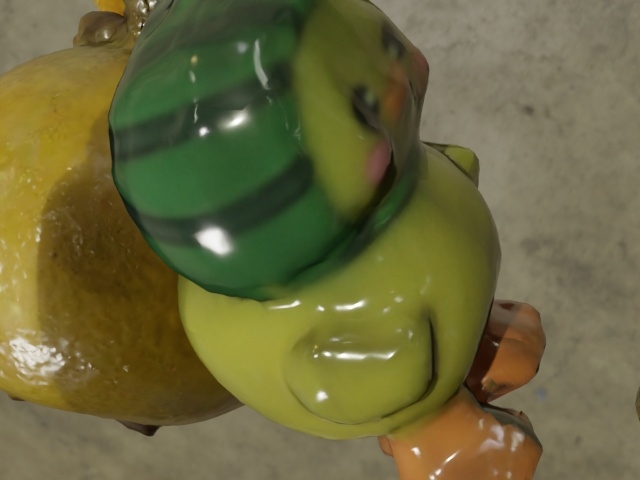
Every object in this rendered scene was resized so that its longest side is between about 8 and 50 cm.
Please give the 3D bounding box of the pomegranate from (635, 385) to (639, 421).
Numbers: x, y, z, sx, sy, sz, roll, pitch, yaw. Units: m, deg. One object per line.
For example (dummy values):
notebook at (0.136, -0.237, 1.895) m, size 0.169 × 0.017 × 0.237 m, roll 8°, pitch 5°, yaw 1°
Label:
pomegranate at (0.436, 0.203, 1.610) m, size 0.125 × 0.138 × 0.163 m, roll -16°, pitch 93°, yaw 48°

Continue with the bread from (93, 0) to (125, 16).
bread at (-0.110, -0.272, 1.288) m, size 0.268 × 0.268 × 0.146 m, roll 54°, pitch 173°, yaw -25°

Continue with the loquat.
loquat at (-0.137, -0.031, 1.069) m, size 0.328 × 0.328 × 0.359 m, roll 13°, pitch 103°, yaw 17°

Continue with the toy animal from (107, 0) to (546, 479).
toy animal at (-0.003, 0.000, 0.808) m, size 0.191 × 0.216 × 0.338 m, roll -15°, pitch 125°, yaw 27°
